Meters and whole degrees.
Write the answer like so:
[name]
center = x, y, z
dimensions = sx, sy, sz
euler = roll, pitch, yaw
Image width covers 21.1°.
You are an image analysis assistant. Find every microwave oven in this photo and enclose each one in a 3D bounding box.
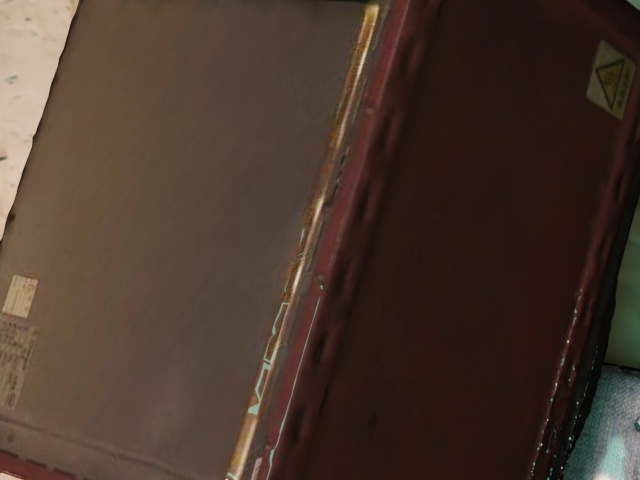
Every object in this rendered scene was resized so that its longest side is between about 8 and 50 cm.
[microwave oven]
center = 0.001, 0.000, 0.644
dimensions = 0.178, 0.188, 0.247
euler = 11, 82, 39

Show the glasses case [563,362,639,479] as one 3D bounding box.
[glasses case]
center = 0.140, 0.108, 0.696
dimensions = 0.283, 0.067, 0.109
euler = 9, 89, 17
